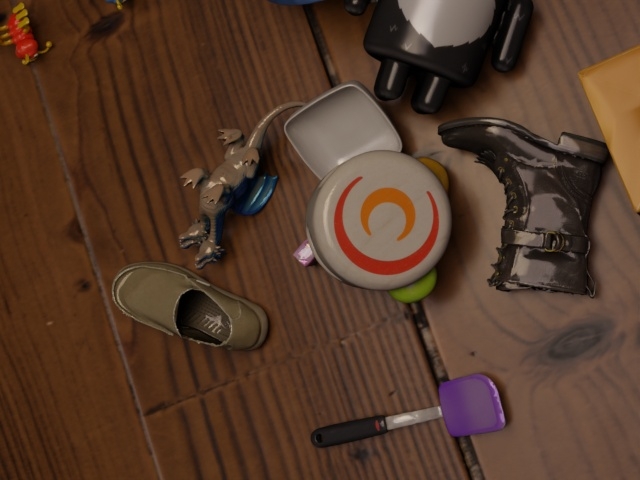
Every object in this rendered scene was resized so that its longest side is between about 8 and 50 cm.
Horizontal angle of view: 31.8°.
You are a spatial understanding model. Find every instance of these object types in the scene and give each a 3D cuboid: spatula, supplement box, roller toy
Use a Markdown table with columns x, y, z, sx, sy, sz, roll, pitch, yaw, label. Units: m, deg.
| x | y | z | sx | sy | sz | roll | pitch | yaw | label |
| --- | --- | --- | --- | --- | --- | --- | --- | --- | --- |
| 0.118 | 0.257 | 1.614 | 0.296 | 0.030 | 0.084 | -15 | 81 | 19 | spatula |
| 0.434 | -0.140 | 1.436 | 0.129 | 0.194 | 0.191 | -23 | 80 | 17 | supplement box |
| 0.078 | -0.029 | 1.566 | 0.191 | 0.146 | 0.209 | 13 | 87 | -7 | roller toy |

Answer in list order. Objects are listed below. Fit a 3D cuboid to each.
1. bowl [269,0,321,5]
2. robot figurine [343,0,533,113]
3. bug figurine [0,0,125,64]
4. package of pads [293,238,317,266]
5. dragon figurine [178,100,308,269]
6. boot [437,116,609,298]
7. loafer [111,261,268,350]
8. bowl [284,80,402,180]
| x | y | z | sx | sy | sz | roll | pitch | yaw | label |
| --- | --- | --- | --- | --- | --- | --- | --- | --- | --- |
| 0.025 | -0.493 | 1.572 | 0.391 | 0.077 | 0.391 | -21 | 48 | 26 | bowl |
| 0.162 | -0.317 | 1.553 | 0.173 | 0.209 | 0.278 | 25 | 96 | 46 | robot figurine |
| -0.428 | -0.420 | 1.826 | 0.279 | 0.072 | 0.216 | -25 | 73 | 21 | bug figurine |
| 0.000 | 0.000 | 1.660 | 0.032 | 0.050 | 0.083 | 43 | 101 | 11 | package of pads |
| -0.123 | -0.093 | 1.690 | 0.085 | 0.144 | 0.289 | 34 | 79 | 20 | dragon figurine |
| 0.267 | -0.043 | 1.547 | 0.263 | 0.091 | 0.229 | 13 | 92 | 19 | boot |
| -0.210 | 0.096 | 1.707 | 0.268 | 0.092 | 0.102 | 15 | 92 | 20 | loafer |
| 0.036 | -0.159 | 1.629 | 0.142 | 0.053 | 0.142 | -28 | 116 | 23 | bowl |
